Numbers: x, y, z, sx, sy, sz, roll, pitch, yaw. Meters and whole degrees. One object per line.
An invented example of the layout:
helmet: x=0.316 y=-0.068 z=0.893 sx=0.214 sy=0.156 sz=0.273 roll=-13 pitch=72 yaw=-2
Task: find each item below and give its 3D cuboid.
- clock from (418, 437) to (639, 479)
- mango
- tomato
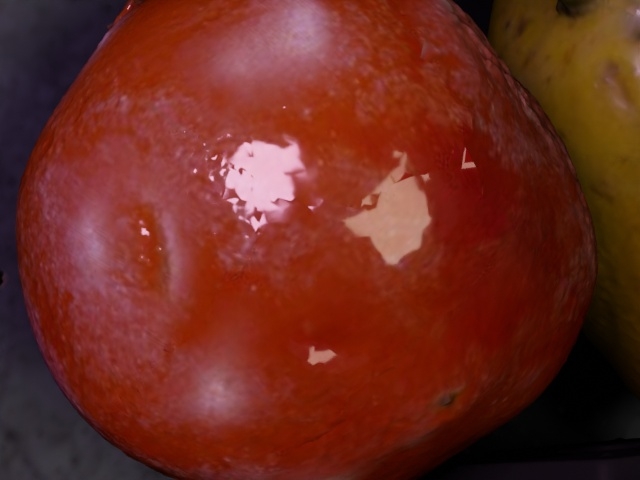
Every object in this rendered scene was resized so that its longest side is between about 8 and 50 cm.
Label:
clock: x=0.133 y=0.112 z=0.802 sx=0.279 sy=0.273 sz=0.049 roll=-1 pitch=84 yaw=-35
mango: x=0.204 y=-0.048 z=0.880 sx=0.253 sy=0.182 sz=0.365 roll=-43 pitch=133 yaw=-22
tomato: x=-0.003 y=0.003 z=0.717 sx=0.232 sy=0.188 sz=0.232 roll=-18 pitch=125 yaw=-29
